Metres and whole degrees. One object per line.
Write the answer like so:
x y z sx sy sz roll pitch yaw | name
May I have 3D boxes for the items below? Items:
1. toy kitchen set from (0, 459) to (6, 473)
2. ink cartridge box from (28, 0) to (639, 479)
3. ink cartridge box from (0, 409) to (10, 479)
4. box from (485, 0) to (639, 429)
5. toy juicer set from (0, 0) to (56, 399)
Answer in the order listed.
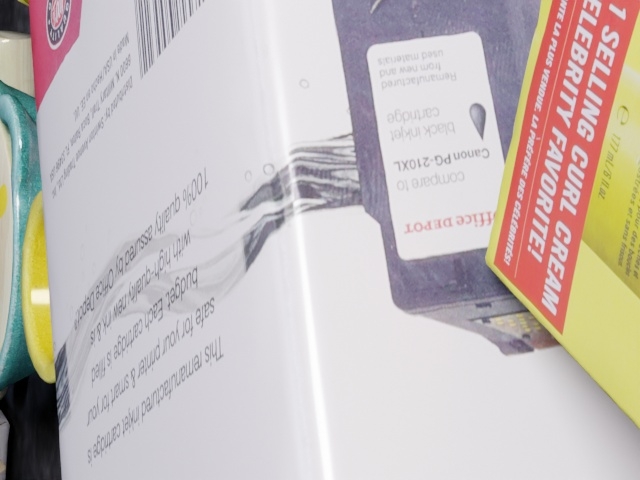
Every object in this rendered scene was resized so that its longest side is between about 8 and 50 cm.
-0.199 0.102 0.841 0.068 0.083 0.075 -33 93 33 | toy kitchen set
0.000 0.000 0.484 0.172 0.100 0.237 138 129 -60 | ink cartridge box
-0.251 0.192 1.051 0.207 0.117 0.283 -142 56 -62 | ink cartridge box
0.105 0.019 0.291 0.232 0.058 0.087 -127 42 -55 | box
-0.136 -0.039 0.817 0.329 0.089 0.209 163 106 -66 | toy juicer set
